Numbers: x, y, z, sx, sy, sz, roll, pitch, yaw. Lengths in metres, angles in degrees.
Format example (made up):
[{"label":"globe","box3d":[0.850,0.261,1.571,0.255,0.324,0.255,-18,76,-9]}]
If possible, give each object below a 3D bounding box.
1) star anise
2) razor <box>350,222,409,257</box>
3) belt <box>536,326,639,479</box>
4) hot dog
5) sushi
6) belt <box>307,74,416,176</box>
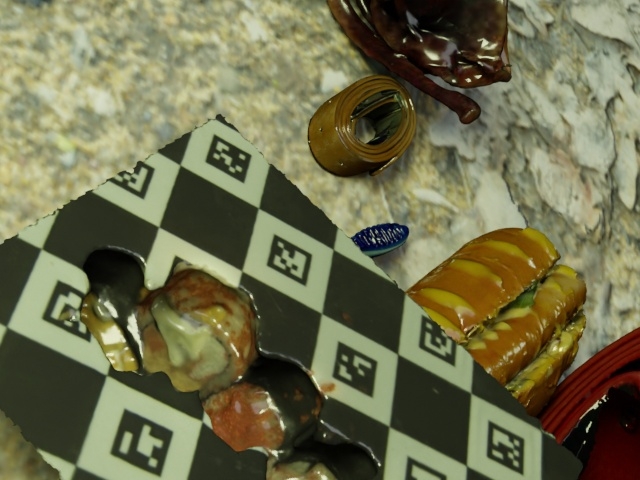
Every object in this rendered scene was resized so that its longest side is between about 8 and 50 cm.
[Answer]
[{"label":"star anise","box3d":[0.055,-0.201,0.803,0.220,0.125,0.190,-78,155,-59]},{"label":"razor","box3d":[-0.001,0.004,0.733,0.154,0.044,0.028,-3,102,-44]},{"label":"belt","box3d":[0.183,0.178,0.671,0.115,0.227,0.324,48,42,-10]},{"label":"hot dog","box3d":[0.088,0.077,0.747,0.269,0.072,0.115,-38,105,-45]},{"label":"sushi","box3d":[-0.028,0.092,0.599,0.290,0.050,0.264,45,39,4]},{"label":"belt","box3d":[0.030,-0.074,0.789,0.083,0.036,0.059,-37,97,-43]}]
